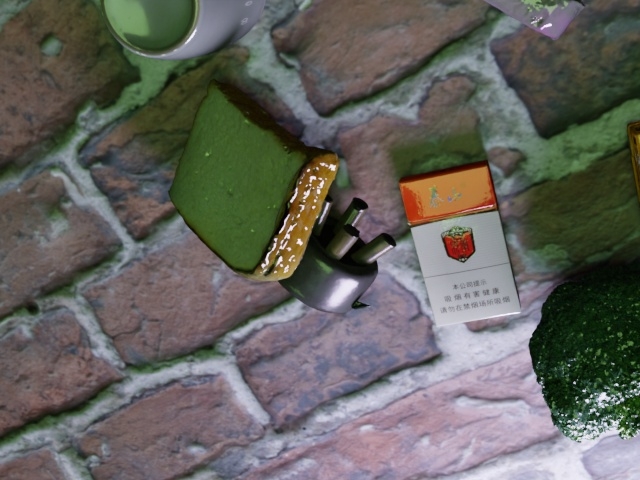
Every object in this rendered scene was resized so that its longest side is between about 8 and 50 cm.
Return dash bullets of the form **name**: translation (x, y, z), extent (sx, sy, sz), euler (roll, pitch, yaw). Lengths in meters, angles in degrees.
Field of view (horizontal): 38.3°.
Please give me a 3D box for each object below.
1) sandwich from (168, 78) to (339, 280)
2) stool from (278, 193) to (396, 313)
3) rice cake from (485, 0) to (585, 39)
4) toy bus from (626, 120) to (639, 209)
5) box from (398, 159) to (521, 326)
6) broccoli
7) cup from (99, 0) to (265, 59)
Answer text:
- **sandwich**: translation (-0.101, -0.080, 1.323), extent (0.251, 0.087, 0.226), euler (40, 115, 38)
- **stool**: translation (-0.003, 0.002, 1.366), extent (0.228, 0.153, 0.139), euler (34, 115, -4)
- **rice cake**: translation (0.166, -0.387, 1.220), extent (0.399, 0.064, 0.070), euler (30, 120, -2)
- **toy bus**: translation (0.474, -0.087, 1.277), extent (0.069, 0.074, 0.162), euler (-12, 108, 15)
- **box**: translation (0.213, 0.008, 1.391), extent (0.139, 0.035, 0.245), euler (-10, 111, 15)
- **broccoli**: translation (0.434, 0.161, 1.312), extent (0.245, 0.265, 0.294), euler (15, 113, -36)
- **cup**: translation (-0.213, -0.357, 1.219), extent (0.186, 0.234, 0.258), euler (-39, 98, 22)
